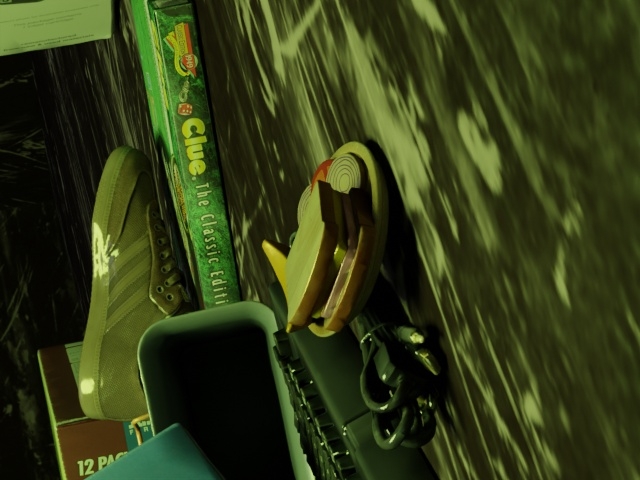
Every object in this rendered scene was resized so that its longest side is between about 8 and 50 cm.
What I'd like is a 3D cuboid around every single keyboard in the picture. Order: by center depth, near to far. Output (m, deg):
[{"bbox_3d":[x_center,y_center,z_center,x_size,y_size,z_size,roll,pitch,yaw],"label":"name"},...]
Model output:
[{"bbox_3d":[0.021,0.094,0.804,0.317,0.033,0.201,-123,24,-63],"label":"keyboard"}]

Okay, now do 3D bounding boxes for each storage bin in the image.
[{"bbox_3d":[-0.056,0.109,1.104,0.091,0.098,0.135,69,-172,-85],"label":"storage bin"}]

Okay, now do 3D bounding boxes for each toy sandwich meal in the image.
[{"bbox_3d":[0.000,0.000,0.734,0.085,0.029,0.085,-169,90,-69],"label":"toy sandwich meal"}]

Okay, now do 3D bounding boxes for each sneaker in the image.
[{"bbox_3d":[-0.116,0.030,1.280,0.066,0.071,0.188,62,-149,-76],"label":"sneaker"}]

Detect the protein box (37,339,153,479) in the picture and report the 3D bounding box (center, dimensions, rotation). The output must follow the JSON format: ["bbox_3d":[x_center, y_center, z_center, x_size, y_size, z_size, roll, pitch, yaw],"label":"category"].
[{"bbox_3d":[-0.119,0.185,1.397,0.201,0.136,0.200,-136,36,-74],"label":"protein box"}]

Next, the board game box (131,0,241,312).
[{"bbox_3d":[-0.088,-0.046,1.266,0.136,0.030,0.259,-119,19,-66],"label":"board game box"}]

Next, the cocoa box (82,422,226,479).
[{"bbox_3d":[-0.098,0.299,0.972,0.228,0.231,0.347,51,160,24],"label":"cocoa box"}]

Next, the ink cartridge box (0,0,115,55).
[{"bbox_3d":[-0.253,-0.317,1.582,0.307,0.129,0.223,110,147,-72],"label":"ink cartridge box"}]
